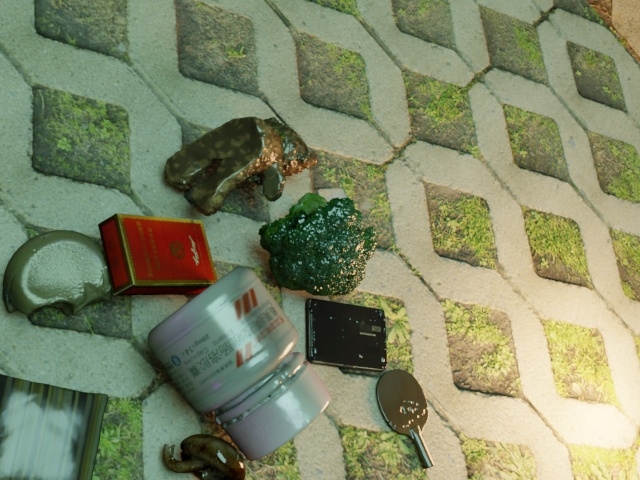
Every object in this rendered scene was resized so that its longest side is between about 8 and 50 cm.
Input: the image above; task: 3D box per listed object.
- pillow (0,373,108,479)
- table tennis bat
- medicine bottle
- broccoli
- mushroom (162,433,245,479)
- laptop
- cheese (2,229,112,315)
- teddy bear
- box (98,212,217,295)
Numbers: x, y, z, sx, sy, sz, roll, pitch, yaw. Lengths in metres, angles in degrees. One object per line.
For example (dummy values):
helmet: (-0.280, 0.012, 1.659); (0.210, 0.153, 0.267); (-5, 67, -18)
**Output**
pillow: (-0.505, 0.363, 1.585); (0.212, 0.052, 0.208); (15, 65, -22)
table tennis bat: (0.203, 0.409, 1.999); (0.131, 0.022, 0.234); (-13, 74, -35)
medicine bottle: (-0.155, 0.242, 1.716); (0.256, 0.256, 0.325); (-36, 91, -36)
broccoli: (0.000, 0.000, 1.961); (0.254, 0.269, 0.269); (-14, 74, 3)
mushroom: (-0.223, 0.420, 1.681); (0.170, 0.135, 0.080); (12, 44, 7)
laptop: (0.062, 0.217, 1.993); (0.207, 0.026, 0.154); (11, 63, -26)
cheese: (-0.517, 0.072, 1.682); (0.202, 0.091, 0.175); (-25, 84, -34)
teddy bear: (-0.176, -0.169, 1.963); (0.296, 0.222, 0.246); (-45, 61, -6)
box: (-0.326, 0.031, 1.774); (0.240, 0.074, 0.153); (3, 62, -53)
